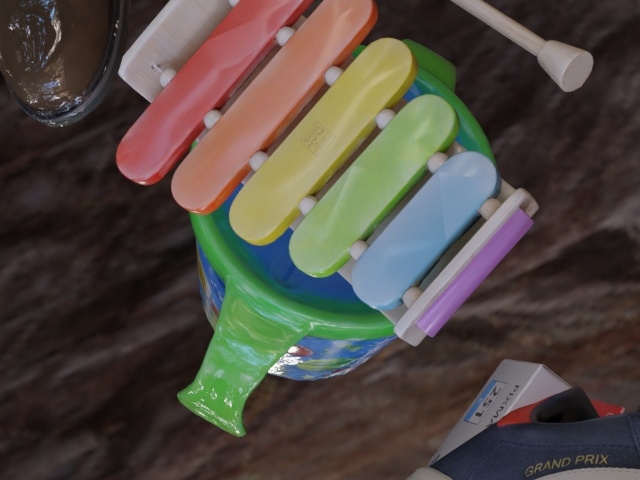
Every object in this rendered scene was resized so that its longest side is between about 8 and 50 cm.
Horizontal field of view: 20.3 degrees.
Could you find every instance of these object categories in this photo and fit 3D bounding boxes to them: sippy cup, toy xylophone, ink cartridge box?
[{"bbox_3d":[0.000,0.000,1.390,0.240,0.305,0.224,64,160,18],"label":"sippy cup"},{"bbox_3d":[0.023,-0.083,1.149,0.323,0.236,0.081,33,177,32],"label":"toy xylophone"},{"bbox_3d":[0.178,0.269,1.939,0.066,0.296,0.261,38,172,-10],"label":"ink cartridge box"}]

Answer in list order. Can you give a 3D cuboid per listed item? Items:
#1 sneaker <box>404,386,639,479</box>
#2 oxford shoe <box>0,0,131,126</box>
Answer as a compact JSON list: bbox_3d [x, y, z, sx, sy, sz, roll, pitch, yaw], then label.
[{"bbox_3d":[0.163,0.151,0.821,0.131,0.148,0.350,59,167,-26],"label":"sneaker"},{"bbox_3d":[-0.153,-0.162,0.849,0.096,0.083,0.227,21,-130,-63],"label":"oxford shoe"}]
